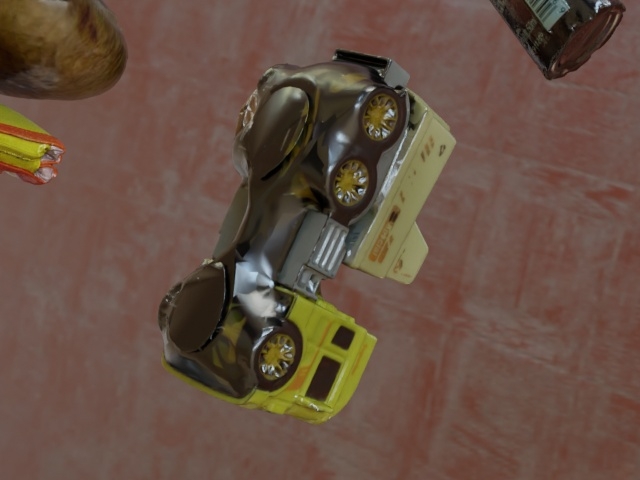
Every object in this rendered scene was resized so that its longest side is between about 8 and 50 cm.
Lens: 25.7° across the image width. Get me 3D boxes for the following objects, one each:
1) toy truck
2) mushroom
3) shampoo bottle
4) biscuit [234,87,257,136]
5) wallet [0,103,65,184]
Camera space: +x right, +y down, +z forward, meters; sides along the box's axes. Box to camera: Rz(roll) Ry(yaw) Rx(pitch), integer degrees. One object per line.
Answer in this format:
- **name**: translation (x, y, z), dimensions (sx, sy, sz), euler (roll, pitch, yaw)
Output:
- **toy truck**: translation (0.000, 0.000, 1.550), dimensions (0.180, 0.254, 0.405), euler (18, 82, 47)
- **mushroom**: translation (-0.271, -0.247, 1.251), dimensions (0.263, 0.195, 0.283), euler (62, 149, 0)
- **shampoo bottle**: translation (0.195, -0.332, 1.507), dimensions (0.323, 0.084, 0.129), euler (57, 148, 19)
- **biscuit**: translation (-0.031, -0.125, 1.844), dimensions (0.031, 0.176, 0.229), euler (-42, 21, 50)
- **wallet**: translation (-0.333, -0.104, 1.135), dimensions (0.141, 0.241, 0.067), euler (24, 91, 41)
